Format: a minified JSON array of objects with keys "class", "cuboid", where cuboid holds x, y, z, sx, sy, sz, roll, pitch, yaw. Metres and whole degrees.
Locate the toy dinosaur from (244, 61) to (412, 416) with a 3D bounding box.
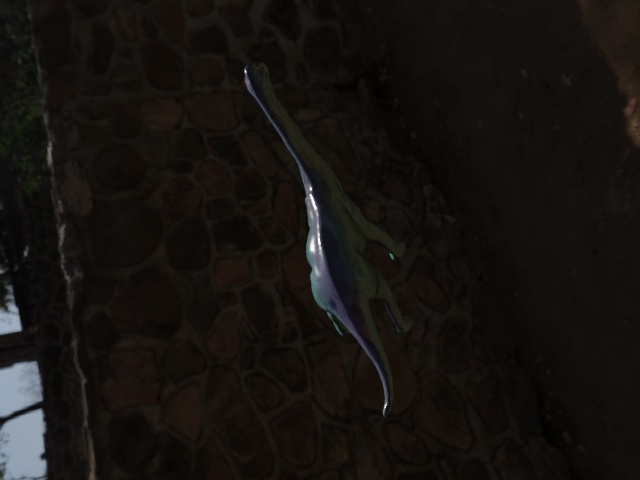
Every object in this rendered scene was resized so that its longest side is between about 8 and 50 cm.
[{"class":"toy dinosaur","cuboid":[0.000,0.000,0.716,0.331,0.129,0.383,43,-147,-50]}]
